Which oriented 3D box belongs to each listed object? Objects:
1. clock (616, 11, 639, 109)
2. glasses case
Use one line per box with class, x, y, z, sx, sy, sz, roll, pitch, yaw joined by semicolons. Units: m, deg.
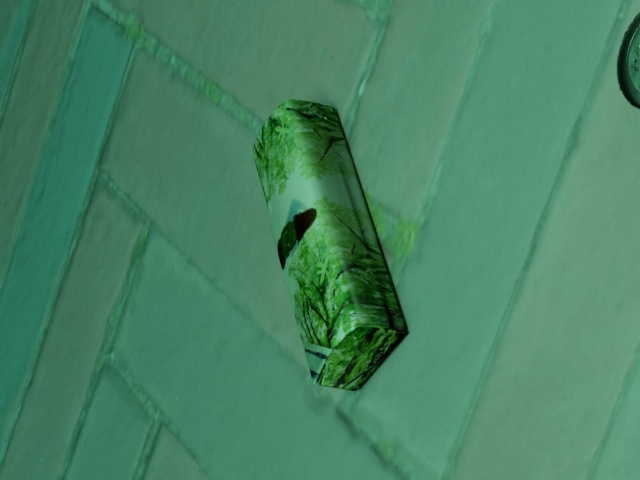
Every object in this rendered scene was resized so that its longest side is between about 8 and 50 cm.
clock;0.254;-0.137;1.411;0.085;0.017;0.085;-24;61;54
glasses case;0.000;0.000;1.742;0.095;0.062;0.272;-52;41;37
